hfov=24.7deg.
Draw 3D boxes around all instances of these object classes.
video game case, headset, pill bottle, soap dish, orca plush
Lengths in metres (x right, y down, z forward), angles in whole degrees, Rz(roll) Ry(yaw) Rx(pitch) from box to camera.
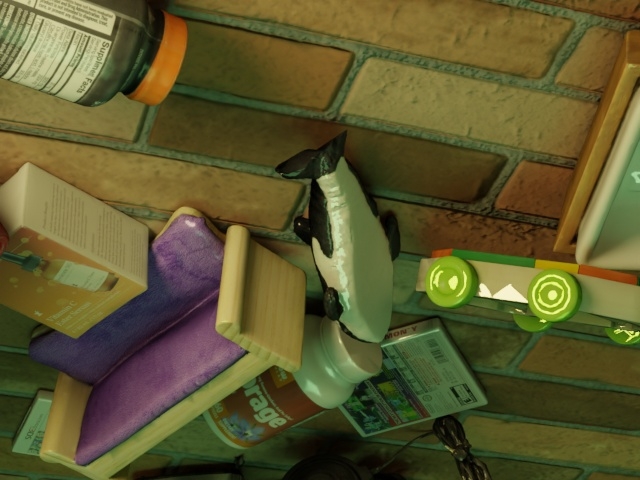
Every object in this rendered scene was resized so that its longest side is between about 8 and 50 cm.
[{"bbox_3d":[-0.320,0.255,1.957,0.157,0.019,0.143,12,139,-20],"label":"video game case"},{"bbox_3d":[0.061,0.393,2.012,0.394,0.185,0.243,-47,139,15],"label":"headset"},{"bbox_3d":[-0.036,0.164,1.789,0.216,0.121,0.121,-29,135,27],"label":"pill bottle"},{"bbox_3d":[0.382,-0.091,1.514,0.229,0.118,0.291,2,141,-7],"label":"soap dish"},{"bbox_3d":[0.102,0.182,1.904,0.183,0.023,0.201,-17,141,15],"label":"video game case"},{"bbox_3d":[0.000,0.000,1.608,0.102,0.151,0.287,13,154,30],"label":"orca plush"},{"bbox_3d":[-0.245,-0.199,1.311,0.246,0.130,0.130,18,136,-26],"label":"pill bottle"}]

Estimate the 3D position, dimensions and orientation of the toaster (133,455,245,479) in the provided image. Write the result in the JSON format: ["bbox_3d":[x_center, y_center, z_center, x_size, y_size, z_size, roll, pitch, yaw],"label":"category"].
[{"bbox_3d":[-0.181,0.405,2.085,0.168,0.110,0.185,-6,141,0],"label":"toaster"}]

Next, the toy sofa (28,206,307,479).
[{"bbox_3d":[-0.194,0.132,1.692,0.177,0.150,0.362,33,130,-28],"label":"toy sofa"}]

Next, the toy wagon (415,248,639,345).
[{"bbox_3d":[0.285,0.068,1.613,0.344,0.068,0.267,6,174,30],"label":"toy wagon"}]

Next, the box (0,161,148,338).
[{"bbox_3d":[-0.294,0.014,1.602,0.170,0.091,0.130,30,130,-35],"label":"box"}]

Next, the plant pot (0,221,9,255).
[{"bbox_3d":[-0.434,-0.017,1.443,0.191,0.191,0.174,-40,86,36],"label":"plant pot"}]
